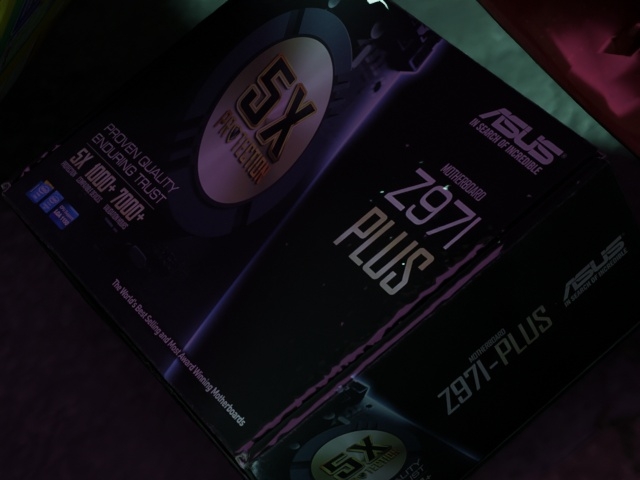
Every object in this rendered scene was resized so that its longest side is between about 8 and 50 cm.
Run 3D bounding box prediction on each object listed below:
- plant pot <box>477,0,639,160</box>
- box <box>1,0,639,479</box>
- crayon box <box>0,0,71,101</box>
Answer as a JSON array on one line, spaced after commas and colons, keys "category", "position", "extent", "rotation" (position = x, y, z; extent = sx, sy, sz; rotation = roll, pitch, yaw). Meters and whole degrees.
[{"category": "plant pot", "position": [0.151, -0.175, 0.565], "extent": [0.265, 0.272, 0.272], "rotation": [-42, 45, 1]}, {"category": "box", "position": [0.000, 0.000, 0.659], "extent": [0.147, 0.077, 0.180], "rotation": [-39, 45, -7]}, {"category": "crayon box", "position": [-0.118, -0.141, 0.724], "extent": [0.165, 0.081, 0.278], "rotation": [-59, 6, -24]}]
